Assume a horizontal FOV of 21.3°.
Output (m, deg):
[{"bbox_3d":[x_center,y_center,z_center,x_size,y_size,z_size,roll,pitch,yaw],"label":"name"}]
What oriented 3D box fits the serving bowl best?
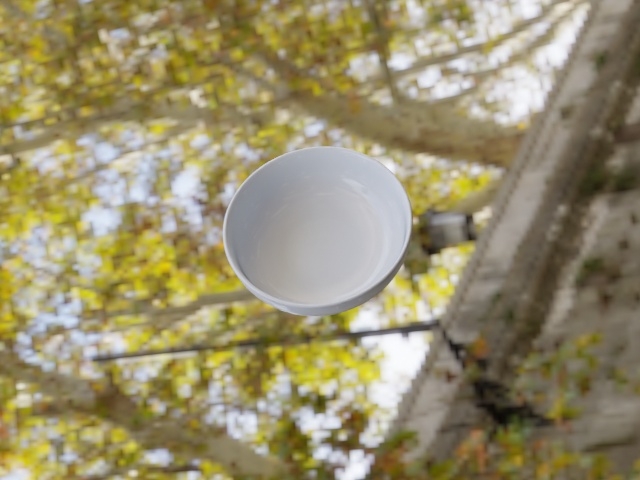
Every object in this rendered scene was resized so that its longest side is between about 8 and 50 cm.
[{"bbox_3d":[0.000,0.000,0.749,0.027,0.083,0.083,79,-156,-57],"label":"serving bowl"}]
